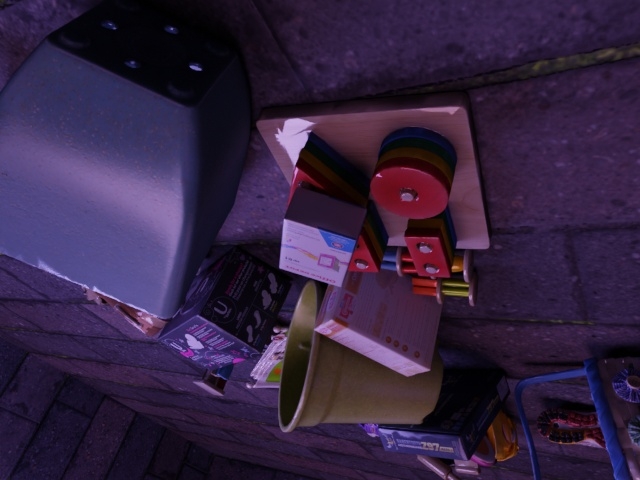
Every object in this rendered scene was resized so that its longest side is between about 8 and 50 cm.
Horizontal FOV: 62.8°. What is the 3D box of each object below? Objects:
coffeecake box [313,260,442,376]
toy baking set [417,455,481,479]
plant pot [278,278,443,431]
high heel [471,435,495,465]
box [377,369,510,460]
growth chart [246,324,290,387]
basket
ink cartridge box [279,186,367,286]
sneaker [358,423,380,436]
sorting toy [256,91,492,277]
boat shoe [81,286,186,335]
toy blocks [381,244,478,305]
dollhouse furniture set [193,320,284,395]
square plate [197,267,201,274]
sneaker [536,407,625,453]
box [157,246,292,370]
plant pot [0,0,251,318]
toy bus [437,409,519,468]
[{"bbox_3d":[0.100,0.116,0.859,0.185,0.142,0.068,29,147,-14],"label":"coffeecake box"},{"bbox_3d":[0.272,0.441,1.224,0.030,0.197,0.256,2,-169,-42],"label":"toy baking set"},{"bbox_3d":[0.076,0.229,0.973,0.254,0.276,0.276,12,150,-10],"label":"plant pot"},{"bbox_3d":[0.268,0.432,1.156,0.244,0.082,0.117,30,125,37],"label":"high heel"},{"bbox_3d":[0.251,0.339,1.051,0.183,0.232,0.059,-13,100,42],"label":"box"},{"bbox_3d":[-0.067,0.266,1.185,0.172,0.021,0.237,4,131,-31],"label":"growth chart"},{"bbox_3d":[0.482,0.315,0.867,0.289,0.255,0.201,-30,130,29],"label":"basket"},{"bbox_3d":[0.000,0.000,0.648,0.088,0.052,0.122,17,150,4],"label":"ink cartridge box"},{"bbox_3d":[0.166,0.557,1.587,0.071,0.068,0.170,34,147,-12],"label":"sneaker"},{"bbox_3d":[0.069,-0.050,0.670,0.257,0.089,0.255,2,145,26],"label":"sorting toy"},{"bbox_3d":[-0.419,0.069,1.023,0.324,0.116,0.123,33,-177,15],"label":"boat shoe"},{"bbox_3d":[0.161,0.052,0.811,0.148,0.054,0.123,3,145,25],"label":"toy blocks"},{"bbox_3d":[-0.174,0.271,1.212,0.129,0.184,0.129,-7,141,37],"label":"dollhouse furniture set"},{"bbox_3d":[-0.347,-0.060,0.880,0.344,0.049,0.347,25,158,-8],"label":"square plate"},{"bbox_3d":[0.578,0.391,1.100,0.225,0.088,0.092,1,165,27],"label":"sneaker"},{"bbox_3d":[-0.197,0.142,1.046,0.142,0.163,0.247,36,145,-19],"label":"box"},{"bbox_3d":[-0.211,-0.113,0.596,0.247,0.248,0.252,25,132,-8],"label":"plant pot"},{"bbox_3d":[0.401,0.477,1.273,0.211,0.149,0.220,18,149,-24],"label":"toy bus"}]
